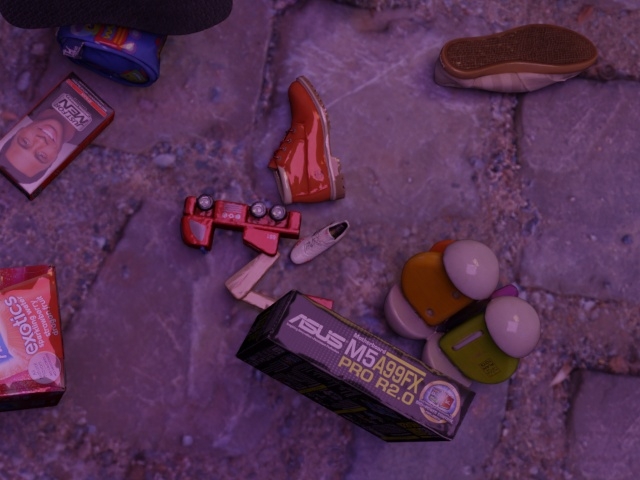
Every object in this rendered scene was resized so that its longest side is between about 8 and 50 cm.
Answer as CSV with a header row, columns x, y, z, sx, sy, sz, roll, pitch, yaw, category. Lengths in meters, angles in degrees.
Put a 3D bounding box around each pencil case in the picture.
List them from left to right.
x,y,z,sx,sy,sz,roll,pitch,yaw,category
-0.221,-0.334,1.493,0.133,0.119,0.306,12,78,6,pencil case

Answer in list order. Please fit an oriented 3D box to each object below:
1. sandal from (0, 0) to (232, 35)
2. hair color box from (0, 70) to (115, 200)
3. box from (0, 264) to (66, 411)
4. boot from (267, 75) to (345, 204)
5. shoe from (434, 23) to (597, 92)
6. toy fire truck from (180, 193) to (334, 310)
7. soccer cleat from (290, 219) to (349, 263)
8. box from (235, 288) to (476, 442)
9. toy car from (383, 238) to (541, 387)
x,y,z,sx,sy,sz,roll,pitch,yaw,category
-0.221,-0.278,1.377,0.254,0.097,0.054,0,54,-14,sandal
-0.314,-0.122,1.474,0.072,0.043,0.141,42,76,-3,hair color box
-0.335,0.110,1.317,0.122,0.257,0.128,-4,81,-14,box
-0.028,-0.120,1.526,0.084,0.059,0.158,-12,84,-8,boot
0.246,-0.228,1.606,0.219,0.058,0.076,-6,61,-16,shoe
-0.075,0.024,1.482,0.192,0.047,0.135,8,81,1,toy fire truck
0.000,0.000,1.519,0.083,0.035,0.029,-31,87,-15,soccer cleat
0.028,0.144,1.379,0.216,0.270,0.060,29,77,-4,box
0.179,0.080,1.501,0.182,0.159,0.136,54,38,2,toy car
